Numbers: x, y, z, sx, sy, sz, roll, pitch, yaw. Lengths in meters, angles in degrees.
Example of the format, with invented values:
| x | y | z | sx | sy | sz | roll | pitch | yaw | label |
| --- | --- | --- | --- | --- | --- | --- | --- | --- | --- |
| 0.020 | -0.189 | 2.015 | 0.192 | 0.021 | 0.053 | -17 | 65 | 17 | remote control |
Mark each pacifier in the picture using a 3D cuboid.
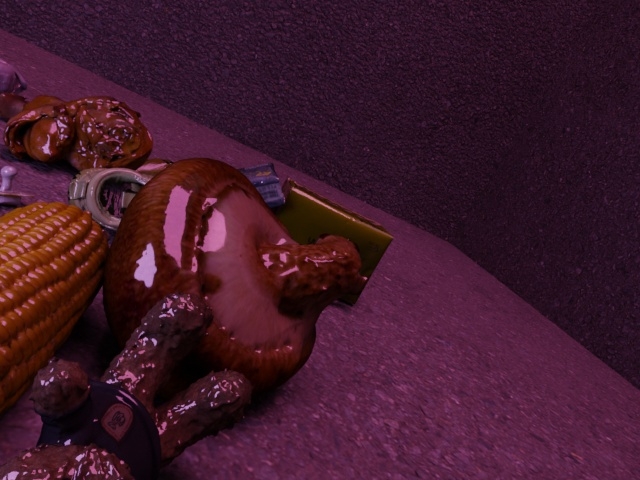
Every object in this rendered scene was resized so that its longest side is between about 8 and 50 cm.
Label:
| x | y | z | sx | sy | sz | roll | pitch | yaw | label |
| --- | --- | --- | --- | --- | --- | --- | --- | --- | --- |
| -0.515 | -0.091 | 0.799 | 0.068 | 0.064 | 0.083 | 15 | 6 | 26 | pacifier |

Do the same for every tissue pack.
| x | y | z | sx | sy | sz | roll | pitch | yaw | label |
| --- | --- | --- | --- | --- | --- | --- | --- | --- | --- |
| -0.218 | -0.105 | 1.106 | 0.257 | 0.081 | 0.185 | -14 | 20 | -4 | tissue pack |
| 0.000 | 0.000 | 1.198 | 0.275 | 0.200 | 0.167 | 25 | 12 | -15 | tissue pack |

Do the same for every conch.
| x | y | z | sx | sy | sz | roll | pitch | yaw | label |
| --- | --- | --- | --- | --- | --- | --- | --- | --- | --- |
| -0.440 | -0.178 | 1.279 | 0.095 | 0.079 | 0.201 | 15 | 10 | 43 | conch |

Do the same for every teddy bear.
| x | y | z | sx | sy | sz | roll | pitch | yaw | label |
| --- | --- | --- | --- | --- | --- | --- | --- | --- | --- |
| -0.162 | 0.167 | 0.395 | 0.181 | 0.129 | 0.251 | 57 | 29 | -7 | teddy bear |

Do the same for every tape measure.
| x | y | z | sx | sy | sz | roll | pitch | yaw | label |
| --- | --- | --- | --- | --- | --- | --- | --- | --- | --- |
| -0.882 | -0.433 | 1.223 | 0.236 | 0.120 | 0.197 | 19 | 9 | -16 | tape measure |

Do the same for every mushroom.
| x | y | z | sx | sy | sz | roll | pitch | yaw | label |
| --- | --- | --- | --- | --- | --- | --- | --- | --- | --- |
| -0.101 | 0.041 | 0.642 | 0.345 | 0.260 | 0.345 | 52 | 26 | -38 | mushroom |

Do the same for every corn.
| x | y | z | sx | sy | sz | roll | pitch | yaw | label |
| --- | --- | --- | --- | --- | --- | --- | --- | --- | --- |
| -0.312 | 0.063 | 0.475 | 0.144 | 0.143 | 0.387 | 25 | 17 | -14 | corn |

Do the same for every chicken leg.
| x | y | z | sx | sy | sz | roll | pitch | yaw | label |
| --- | --- | --- | --- | --- | --- | --- | --- | --- | --- |
| -0.605 | -0.258 | 1.096 | 0.410 | 0.181 | 0.295 | 24 | 27 | 15 | chicken leg |

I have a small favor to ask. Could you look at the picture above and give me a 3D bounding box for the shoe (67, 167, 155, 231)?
| x | y | z | sx | sy | sz | roll | pitch | yaw | label |
| --- | --- | --- | --- | --- | --- | --- | --- | --- | --- |
| -0.331 | -0.057 | 0.914 | 0.262 | 0.139 | 0.128 | 14 | 8 | -30 | shoe |
